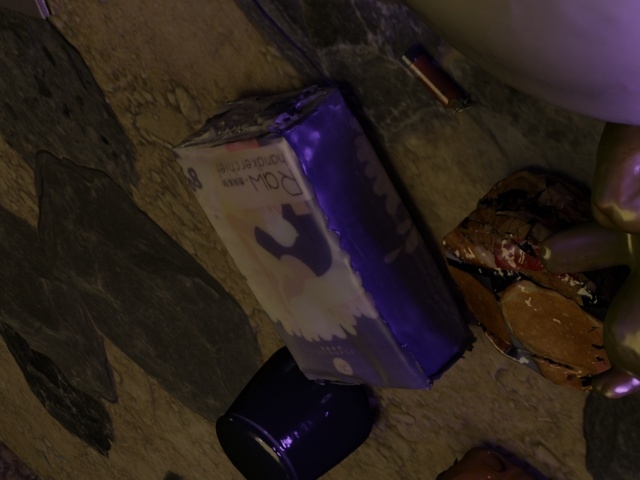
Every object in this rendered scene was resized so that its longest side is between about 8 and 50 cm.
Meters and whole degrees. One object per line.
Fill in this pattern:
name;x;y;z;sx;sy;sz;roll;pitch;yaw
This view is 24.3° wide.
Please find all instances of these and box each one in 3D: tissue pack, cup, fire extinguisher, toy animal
tissue pack;0.000;0.000;1.657;0.242;0.125;0.343;-1;124;56
cup;-0.050;0.243;1.983;0.223;0.176;0.169;-5;124;56
fire extinguisher;0.112;-0.152;1.421;0.083;0.022;0.028;46;122;5
toy animal;0.274;-0.025;1.183;0.181;0.180;0.363;11;133;56

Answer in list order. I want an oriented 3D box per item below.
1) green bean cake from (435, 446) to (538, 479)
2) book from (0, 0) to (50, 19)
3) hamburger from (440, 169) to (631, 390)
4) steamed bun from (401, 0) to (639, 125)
green bean cake;0.196;0.377;1.751;0.230;0.224;0.131;36;150;30
book;-0.430;-0.358;1.942;0.182;0.014;0.127;21;141;42
hamburger;0.223;0.045;1.424;0.231;0.107;0.231;31;149;21
steamed bun;0.183;-0.240;0.905;0.374;0.334;0.334;34;149;28
